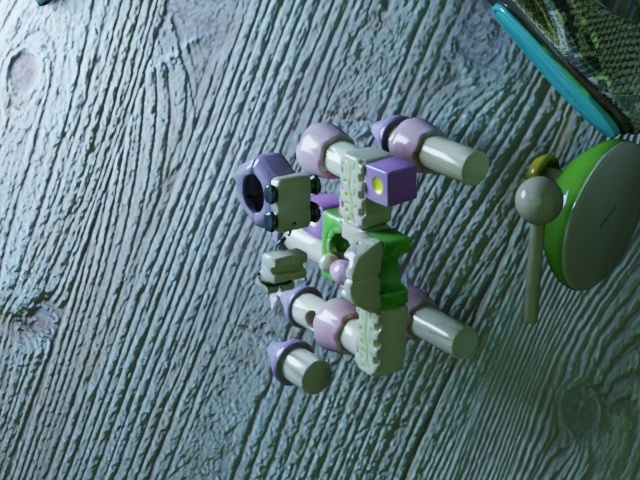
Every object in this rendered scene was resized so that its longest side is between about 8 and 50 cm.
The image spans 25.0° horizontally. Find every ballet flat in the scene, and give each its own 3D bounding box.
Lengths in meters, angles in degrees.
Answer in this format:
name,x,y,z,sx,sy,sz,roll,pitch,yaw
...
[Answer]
name,x,y,z,sx,sy,sz,roll,pitch,yaw
ballet flat,0.218,-0.319,1.636,0.483,0.164,0.182,37,92,-5

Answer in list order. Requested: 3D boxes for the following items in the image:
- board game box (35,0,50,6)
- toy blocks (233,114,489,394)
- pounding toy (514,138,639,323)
name,x,y,z,sx,sy,sz,roll,pitch,yaw
board game box,-0.317,-0.396,1.790,0.186,0.026,0.126,-37,93,17
toy blocks,0.000,0.000,1.697,0.260,0.309,0.288,28,123,49
pounding toy,0.270,-0.034,1.661,0.110,0.237,0.183,24,125,33
